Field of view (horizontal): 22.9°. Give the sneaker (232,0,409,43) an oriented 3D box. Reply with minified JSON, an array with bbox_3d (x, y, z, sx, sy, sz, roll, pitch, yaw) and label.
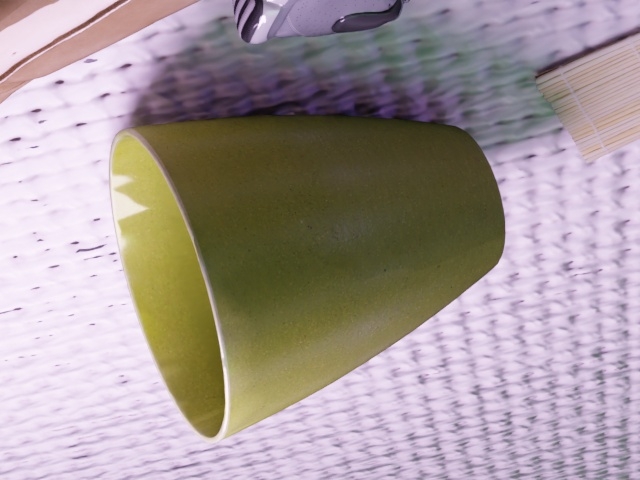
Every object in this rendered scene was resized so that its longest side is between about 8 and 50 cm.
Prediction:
[{"bbox_3d":[0.028,-0.224,1.177,0.132,0.086,0.229,1,156,-24],"label":"sneaker"}]

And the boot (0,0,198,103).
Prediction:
[{"bbox_3d":[-0.226,-0.180,1.146,0.269,0.089,0.236,-24,168,24],"label":"boot"}]

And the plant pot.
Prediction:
[{"bbox_3d":[0.000,0.000,1.370,0.293,0.275,0.275,-17,150,-20],"label":"plant pot"}]

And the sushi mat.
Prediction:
[{"bbox_3d":[0.356,-0.165,1.388,0.316,0.019,0.151,-23,143,20],"label":"sushi mat"}]
